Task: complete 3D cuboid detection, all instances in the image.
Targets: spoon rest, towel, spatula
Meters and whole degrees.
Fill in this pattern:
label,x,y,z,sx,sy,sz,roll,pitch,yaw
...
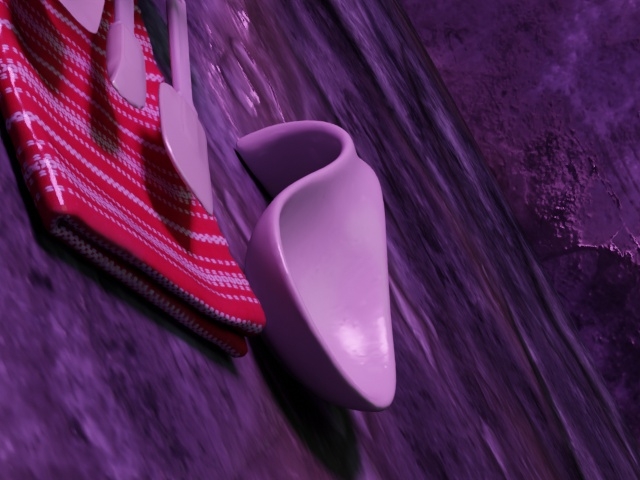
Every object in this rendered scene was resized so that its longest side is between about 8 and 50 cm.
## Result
label,x,y,z,sx,sy,sz,roll,pitch,yaw
spoon rest,0.000,0.000,1.044,0.137,0.084,0.276,53,13,-29
towel,-0.120,-0.084,0.882,0.199,0.031,0.275,40,23,-56
spatula,-0.108,-0.135,0.929,0.168,0.019,0.242,51,15,-31
